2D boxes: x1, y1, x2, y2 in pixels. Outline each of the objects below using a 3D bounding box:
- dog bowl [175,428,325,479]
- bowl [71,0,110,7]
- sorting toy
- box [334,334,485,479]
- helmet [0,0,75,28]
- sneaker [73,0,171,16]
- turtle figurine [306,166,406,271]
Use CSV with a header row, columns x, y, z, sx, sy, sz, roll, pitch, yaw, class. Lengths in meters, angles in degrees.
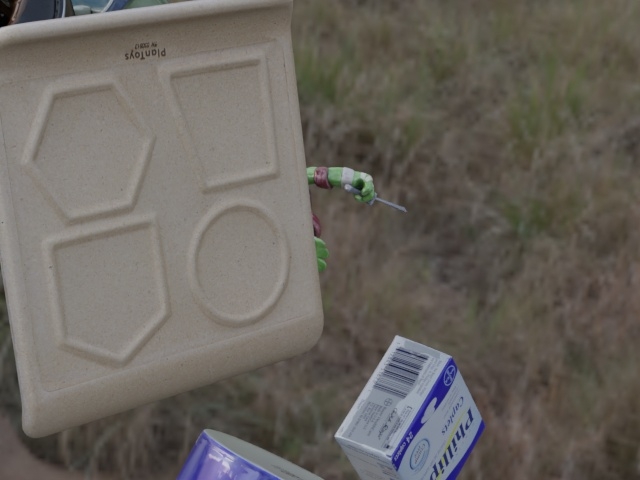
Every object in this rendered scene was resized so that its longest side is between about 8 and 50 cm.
x,y,z,sx,sy,sz,roll,pitch,yaw,class
-0.055,0.341,2.051,0.265,0.104,0.265,26,-2,1,dog bowl
-0.289,-0.208,1.385,0.289,0.289,0.156,-19,50,-39,bowl
-0.086,-0.018,0.847,0.193,0.208,0.038,-15,18,-38,sorting toy
0.092,0.188,1.609,0.072,0.137,0.126,18,63,33,box
-0.243,-0.131,1.059,0.169,0.161,0.169,6,71,-18,helmet
-0.196,-0.157,1.356,0.086,0.192,0.064,50,33,-12,sneaker
0.000,0.000,2.275,0.197,0.275,0.266,-19,26,18,turtle figurine
